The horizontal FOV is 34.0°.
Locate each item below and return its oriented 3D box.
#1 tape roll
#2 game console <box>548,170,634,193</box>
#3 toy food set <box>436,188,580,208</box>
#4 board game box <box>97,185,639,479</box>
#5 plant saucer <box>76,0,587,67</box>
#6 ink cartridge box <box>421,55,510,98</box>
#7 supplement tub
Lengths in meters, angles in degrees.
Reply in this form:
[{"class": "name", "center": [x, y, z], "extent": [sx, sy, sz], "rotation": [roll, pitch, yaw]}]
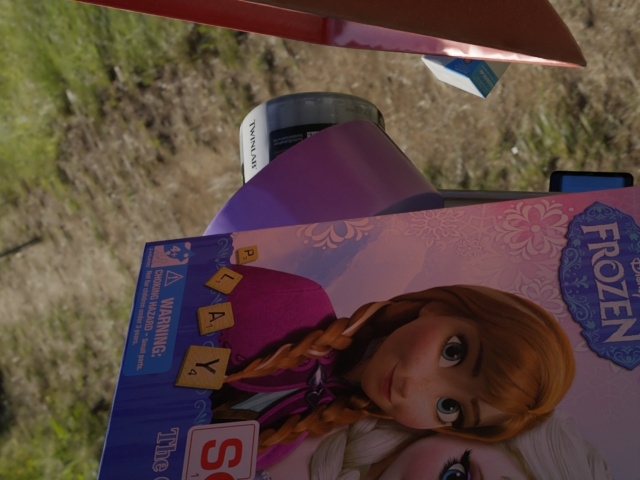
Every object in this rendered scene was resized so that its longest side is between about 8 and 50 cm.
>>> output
[{"class": "tape roll", "center": [0.000, 0.000, 0.819], "extent": [0.080, 0.189, 0.189], "rotation": [51, 150, 19]}, {"class": "game console", "center": [0.387, -0.050, 1.521], "extent": [0.122, 0.107, 0.071], "rotation": [3, 113, 21]}, {"class": "toy food set", "center": [0.174, 0.066, 1.057], "extent": [0.306, 0.092, 0.220], "rotation": [3, 109, 22]}, {"class": "board game box", "center": [0.044, 0.119, 0.537], "extent": [0.066, 0.317, 0.319], "rotation": [73, -166, -46]}, {"class": "plant saucer", "center": [-0.027, -0.143, 0.584], "extent": [0.259, 0.258, 0.048], "rotation": [19, 103, 55]}, {"class": "ink cartridge box", "center": [0.247, -0.311, 1.544], "extent": [0.104, 0.181, 0.061], "rotation": [34, 177, 43]}, {"class": "supplement tub", "center": [-0.001, -0.012, 1.329], "extent": [0.193, 0.193, 0.316], "rotation": [145, 125, -61]}]
